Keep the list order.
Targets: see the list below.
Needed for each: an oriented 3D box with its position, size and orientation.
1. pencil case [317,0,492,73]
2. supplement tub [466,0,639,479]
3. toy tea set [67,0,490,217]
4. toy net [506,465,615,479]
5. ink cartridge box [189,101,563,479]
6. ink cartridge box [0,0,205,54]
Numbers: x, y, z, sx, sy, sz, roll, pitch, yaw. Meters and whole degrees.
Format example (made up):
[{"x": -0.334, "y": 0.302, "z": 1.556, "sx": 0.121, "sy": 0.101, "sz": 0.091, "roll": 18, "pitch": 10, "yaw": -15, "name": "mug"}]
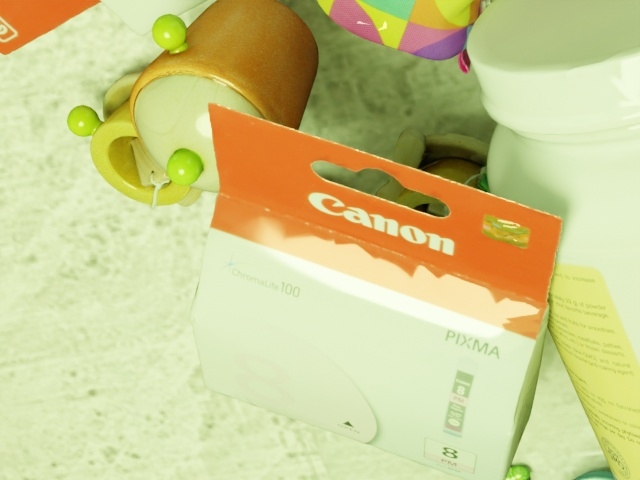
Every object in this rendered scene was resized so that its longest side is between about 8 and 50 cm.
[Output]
[{"x": 0.079, "y": -0.209, "z": 0.824, "sx": 0.104, "sy": 0.104, "sz": 0.236, "roll": 23, "pitch": 122, "yaw": 0, "name": "pencil case"}, {"x": 0.232, "y": 0.003, "z": 0.830, "sx": 0.241, "sy": 0.241, "sz": 0.331, "roll": -16, "pitch": 115, "yaw": 22, "name": "supplement tub"}, {"x": 0.000, "y": 0.000, "z": 0.929, "sx": 0.336, "sy": 0.124, "sz": 0.200, "roll": 33, "pitch": 140, "yaw": -7, "name": "toy tea set"}, {"x": 0.180, "y": 0.255, "z": 1.106, "sx": 0.122, "sy": 0.045, "sz": 0.232, "roll": -4, "pitch": 119, "yaw": 16, "name": "toy net"}, {"x": 0.022, "y": 0.040, "z": 0.824, "sx": 0.189, "sy": 0.066, "sz": 0.232, "roll": 19, "pitch": 156, "yaw": 13, "name": "ink cartridge box"}, {"x": -0.179, "y": -0.212, "z": 0.852, "sx": 0.239, "sy": 0.060, "sz": 0.275, "roll": -25, "pitch": 135, "yaw": 24, "name": "ink cartridge box"}]
